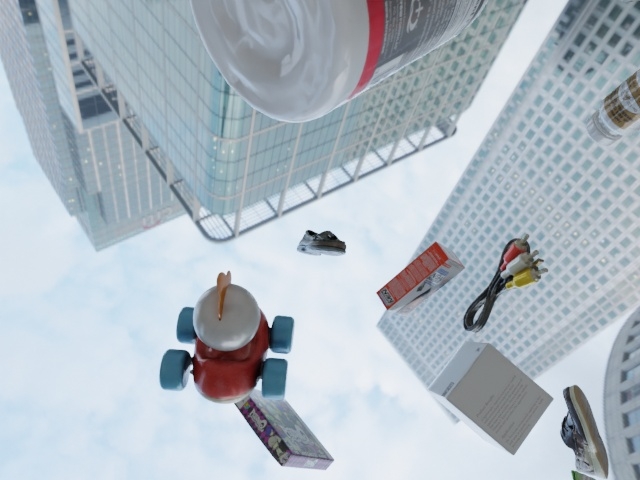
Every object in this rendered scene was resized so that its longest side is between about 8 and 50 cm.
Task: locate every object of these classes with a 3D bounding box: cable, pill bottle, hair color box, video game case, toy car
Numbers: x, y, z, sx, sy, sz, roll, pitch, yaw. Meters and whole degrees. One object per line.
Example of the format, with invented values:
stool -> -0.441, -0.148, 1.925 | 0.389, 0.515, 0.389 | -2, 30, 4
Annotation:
cable -> 0.406, 0.096, 1.301 | 0.072, 0.287, 0.140 | 15, -135, -28
pill bottle -> 0.849, -0.364, 1.539 | 0.131, 0.229, 0.131 | 7, -116, -16
hair color box -> 0.209, 0.083, 1.169 | 0.093, 0.167, 0.053 | 22, -148, -52
video game case -> -0.086, 0.430, 1.285 | 0.042, 0.232, 0.210 | -48, -124, -1
pill bottle -> 0.053, -0.248, 0.514 | 0.176, 0.176, 0.318 | 41, -126, 15
toy car -> -0.158, 0.138, 0.980 | 0.219, 0.238, 0.210 | 6, -143, 0

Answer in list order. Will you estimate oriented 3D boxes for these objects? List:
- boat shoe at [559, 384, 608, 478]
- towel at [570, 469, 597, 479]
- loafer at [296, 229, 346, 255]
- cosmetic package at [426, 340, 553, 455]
boat shoe -> 0.671, 0.503, 1.459 | 0.285, 0.092, 0.103 | 63, -147, -19
towel -> 0.656, 0.619, 1.336 | 0.152, 0.023, 0.113 | 32, -140, -31
loafer -> 0.000, 0.000, 1.734 | 0.096, 0.267, 0.084 | 16, -99, -25
cosmetic package -> 0.362, 0.335, 1.219 | 0.183, 0.151, 0.151 | 41, -100, 2
